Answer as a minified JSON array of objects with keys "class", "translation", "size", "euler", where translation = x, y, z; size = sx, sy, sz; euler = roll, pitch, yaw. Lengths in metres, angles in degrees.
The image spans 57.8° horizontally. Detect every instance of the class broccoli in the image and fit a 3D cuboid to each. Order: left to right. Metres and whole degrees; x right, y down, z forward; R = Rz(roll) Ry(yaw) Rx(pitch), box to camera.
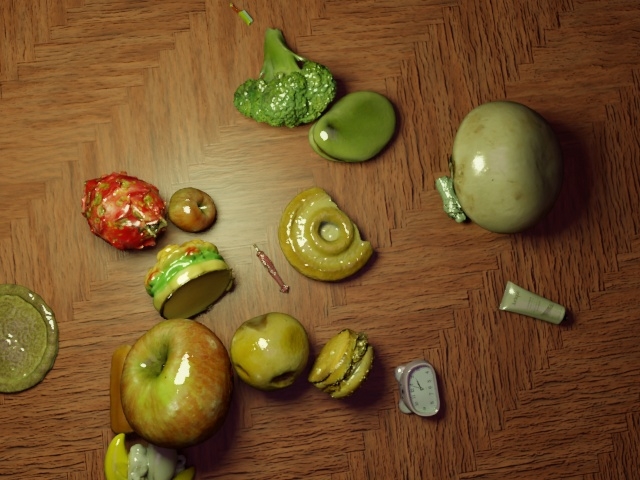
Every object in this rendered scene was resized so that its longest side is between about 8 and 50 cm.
[{"class":"broccoli","translation":[-0.112,-0.419,1.623],"size":[0.254,0.186,0.302],"euler":[-42,45,-3]}]

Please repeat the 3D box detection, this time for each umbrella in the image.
[{"class":"umbrella","translation":[-0.141,0.078,1.622],"size":[0.027,0.025,0.165],"euler":[-35,89,-28]},{"class":"umbrella","translation":[0.373,-0.116,1.650],"size":[0.062,0.067,0.143],"euler":[-13,76,-40]}]

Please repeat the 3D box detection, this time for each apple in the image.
[{"class":"apple","translation":[-0.347,0.362,1.455],"size":[0.278,0.250,0.309],"euler":[2,61,32]},{"class":"apple","translation":[-0.352,-0.080,1.580],"size":[0.102,0.126,0.125],"euler":[-14,84,36]}]

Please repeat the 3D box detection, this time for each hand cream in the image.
[{"class":"hand cream","translation":[0.608,0.187,1.641],"size":[0.186,0.054,0.087],"euler":[20,79,6]}]

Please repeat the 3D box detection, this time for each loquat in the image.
[{"class":"loquat","translation":[-0.133,0.283,1.513],"size":[0.213,0.213,0.212],"euler":[0,84,-3]}]

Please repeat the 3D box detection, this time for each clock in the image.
[{"class":"clock","translation":[0.267,0.410,1.597],"size":[0.110,0.050,0.152],"euler":[-8,85,-4]}]

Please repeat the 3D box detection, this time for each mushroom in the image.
[{"class":"mushroom","translation":[0.483,-0.194,1.580],"size":[0.363,0.295,0.361],"euler":[3,85,-39]}]

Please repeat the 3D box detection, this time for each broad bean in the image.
[{"class":"broad bean","translation":[0.099,-0.316,1.627],"size":[0.263,0.121,0.189],"euler":[-30,90,-8]}]

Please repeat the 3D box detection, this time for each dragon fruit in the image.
[{"class":"dragon fruit","translation":[-0.499,-0.069,1.516],"size":[0.268,0.205,0.209],"euler":[22,116,31]}]

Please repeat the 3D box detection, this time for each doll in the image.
[{"class":"doll","translation":[-0.439,0.590,1.511],"size":[0.238,0.111,0.251],"euler":[3,86,-23]}]

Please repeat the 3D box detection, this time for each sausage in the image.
[{"class":"sausage","translation":[-0.507,0.395,1.537],"size":[0.098,0.098,0.238],"euler":[-1,83,-3]}]

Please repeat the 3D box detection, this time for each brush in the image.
[{"class":"brush","translation":[-0.231,-0.665,1.693],"size":[0.083,0.019,0.021],"euler":[45,74,1]}]

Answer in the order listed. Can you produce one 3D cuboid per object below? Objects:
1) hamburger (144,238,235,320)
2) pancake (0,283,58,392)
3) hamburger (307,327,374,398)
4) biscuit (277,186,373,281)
[{"class":"hamburger","translation":[-0.353,0.090,1.515],"size":[0.237,0.237,0.148],"euler":[-35,69,-6]},{"class":"pancake","translation":[-0.848,0.261,1.561],"size":[0.286,0.033,0.288],"euler":[16,84,-2]},{"class":"hamburger","translation":[0.067,0.324,1.536],"size":[0.118,0.182,0.190],"euler":[36,75,-15]},{"class":"biscuit","translation":[0.000,0.000,1.604],"size":[0.274,0.091,0.213],"euler":[45,82,0]}]
